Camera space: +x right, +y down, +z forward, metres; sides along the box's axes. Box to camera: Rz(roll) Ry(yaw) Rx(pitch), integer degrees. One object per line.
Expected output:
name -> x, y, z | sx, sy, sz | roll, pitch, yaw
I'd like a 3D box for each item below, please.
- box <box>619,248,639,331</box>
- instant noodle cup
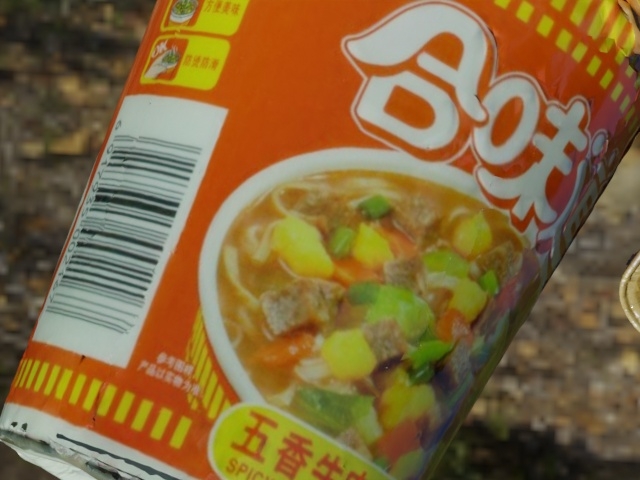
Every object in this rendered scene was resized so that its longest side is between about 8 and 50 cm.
box -> 0.245, 0.012, 1.144 | 0.111, 0.111, 0.177 | 2, 144, -20
instant noodle cup -> 0.000, 0.000, 0.654 | 0.193, 0.212, 0.193 | 24, 167, 6
